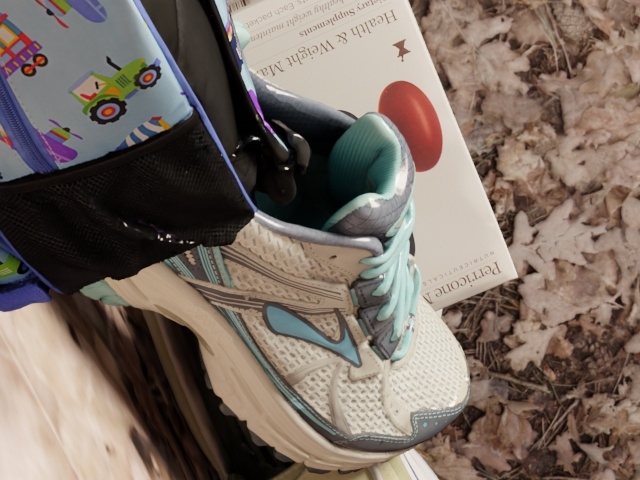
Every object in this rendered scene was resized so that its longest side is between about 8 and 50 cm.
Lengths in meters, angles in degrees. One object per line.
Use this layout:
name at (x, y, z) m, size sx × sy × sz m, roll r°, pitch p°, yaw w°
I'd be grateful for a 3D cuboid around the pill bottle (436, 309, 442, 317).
pill bottle at (0.000, 0.000, 1.043) m, size 0.152 × 0.152 × 0.272 m, roll 65°, pitch -3°, yaw -26°

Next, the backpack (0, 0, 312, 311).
backpack at (-0.090, -0.080, 0.358) m, size 0.173 × 0.117 × 0.158 m, roll 63°, pitch 4°, yaw -65°

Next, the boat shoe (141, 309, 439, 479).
boat shoe at (-0.014, 0.117, 0.681) m, size 0.302 × 0.109 × 0.094 m, roll 62°, pitch 27°, yaw -4°

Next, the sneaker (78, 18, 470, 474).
sneaker at (-0.002, 0.011, 0.557) m, size 0.283 × 0.122 × 0.110 m, roll 38°, pitch 40°, yaw -41°

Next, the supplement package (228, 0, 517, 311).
supplement package at (-0.019, -0.049, 0.787) m, size 0.149 × 0.194 × 0.203 m, roll -106°, pitch 171°, yaw -72°

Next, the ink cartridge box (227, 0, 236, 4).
ink cartridge box at (-0.107, -0.184, 0.545) m, size 0.218 × 0.158 × 0.092 m, roll 63°, pitch 2°, yaw -52°
